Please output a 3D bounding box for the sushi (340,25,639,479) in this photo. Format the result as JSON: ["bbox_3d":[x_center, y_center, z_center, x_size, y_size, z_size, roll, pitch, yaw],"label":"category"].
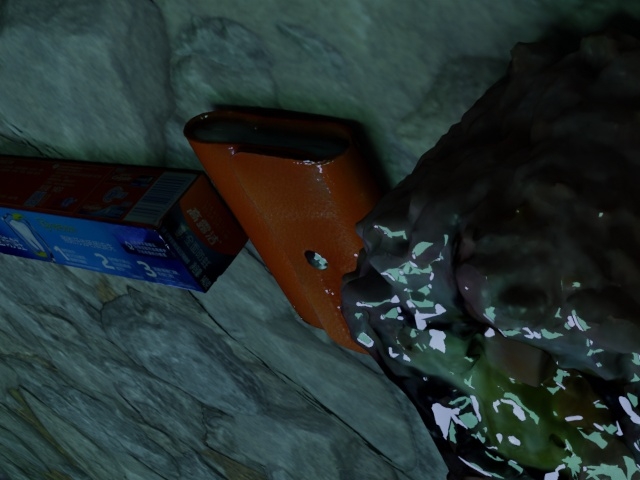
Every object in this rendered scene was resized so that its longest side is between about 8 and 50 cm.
[{"bbox_3d":[0.141,0.043,0.549,0.270,0.171,0.236,49,151,-14],"label":"sushi"}]

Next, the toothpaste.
[{"bbox_3d":[-0.201,-0.020,0.969,0.320,0.066,0.076,9,142,44],"label":"toothpaste"}]

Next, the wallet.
[{"bbox_3d":[0.000,0.000,0.784,0.142,0.045,0.204,13,145,39],"label":"wallet"}]
